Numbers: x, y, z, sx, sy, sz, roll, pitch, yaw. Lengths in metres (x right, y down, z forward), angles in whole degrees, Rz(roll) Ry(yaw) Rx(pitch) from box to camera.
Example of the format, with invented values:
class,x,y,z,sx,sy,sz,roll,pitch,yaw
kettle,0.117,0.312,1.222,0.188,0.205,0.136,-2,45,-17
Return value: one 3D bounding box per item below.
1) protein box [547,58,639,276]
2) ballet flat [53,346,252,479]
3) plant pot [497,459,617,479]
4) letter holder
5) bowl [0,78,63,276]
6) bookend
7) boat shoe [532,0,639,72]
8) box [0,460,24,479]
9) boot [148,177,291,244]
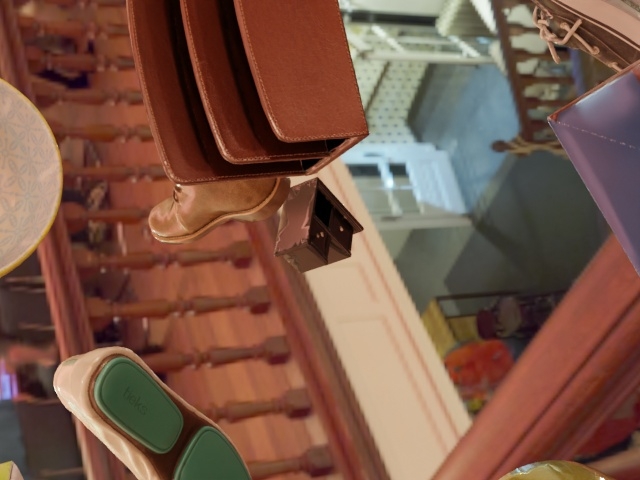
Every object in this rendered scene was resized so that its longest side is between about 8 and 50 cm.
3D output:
class,x,y,z,sx,sy,sz,roll,pitch,yaw
protein box,0.336,-0.075,0.850,0.136,0.201,0.200,-31,89,47
ballet flat,-0.223,0.283,1.394,0.400,0.139,0.139,56,172,-34
plant pot,0.321,0.398,1.140,0.293,0.274,0.275,129,134,-79
letter holder,-0.098,-0.234,1.189,0.152,0.214,0.302,-30,70,60
bowl,-0.471,-0.059,1.242,0.156,0.289,0.290,138,125,-66
bookend,0.000,0.000,1.787,0.072,0.156,0.157,-19,42,29
boat shoe,0.323,-0.285,1.270,0.105,0.306,0.113,-53,20,39
box,-0.330,0.252,0.568,0.232,0.321,0.059,-116,15,-63
boot,-0.183,-0.075,1.522,0.305,0.115,0.112,-16,47,46
